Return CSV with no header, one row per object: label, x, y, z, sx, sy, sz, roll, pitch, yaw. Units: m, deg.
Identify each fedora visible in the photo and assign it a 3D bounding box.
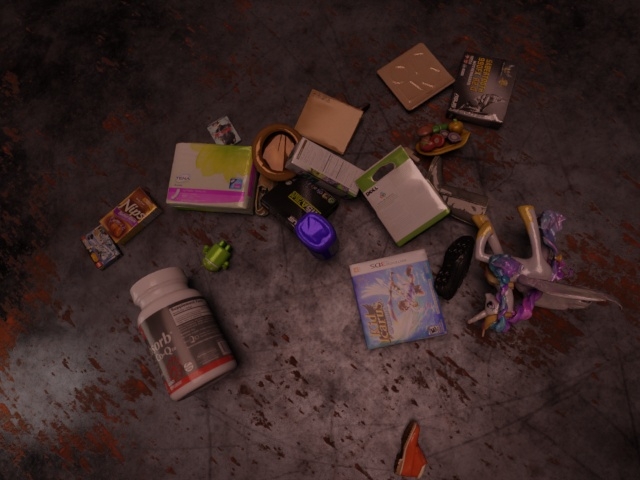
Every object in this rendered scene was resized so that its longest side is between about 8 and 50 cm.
fedora,-0.139,-0.288,1.404,0.195,0.079,0.194,1,86,-11

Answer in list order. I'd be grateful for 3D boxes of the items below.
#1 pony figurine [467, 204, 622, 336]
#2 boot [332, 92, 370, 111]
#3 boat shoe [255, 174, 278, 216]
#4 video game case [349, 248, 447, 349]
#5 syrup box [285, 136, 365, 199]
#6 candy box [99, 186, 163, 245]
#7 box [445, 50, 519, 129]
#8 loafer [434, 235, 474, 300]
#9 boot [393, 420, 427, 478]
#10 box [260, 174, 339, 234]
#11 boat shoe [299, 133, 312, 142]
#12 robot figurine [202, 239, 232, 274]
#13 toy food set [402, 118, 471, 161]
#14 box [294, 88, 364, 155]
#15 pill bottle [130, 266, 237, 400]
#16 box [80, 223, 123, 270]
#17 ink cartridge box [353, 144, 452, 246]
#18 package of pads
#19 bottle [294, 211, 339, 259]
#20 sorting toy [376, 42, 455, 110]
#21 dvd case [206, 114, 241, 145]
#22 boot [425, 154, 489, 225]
pony figurine,0.593,0.092,1.179,0.352,0.303,0.362,-1,75,16
boot,0.103,-0.484,1.473,0.107,0.037,0.114,-34,74,-2
boat shoe,-0.186,-0.178,1.423,0.068,0.072,0.189,2,78,9
video game case,0.235,0.181,1.306,0.245,0.061,0.269,-13,77,5
syrup box,0.015,-0.227,1.352,0.237,0.093,0.096,25,82,-16
candy box,-0.662,-0.086,1.472,0.187,0.053,0.109,-42,76,-4
box,0.541,-0.504,1.413,0.183,0.056,0.230,17,81,10
loafer,0.418,0.082,1.297,0.076,0.078,0.223,7,56,46
boot,0.273,0.607,1.218,0.085,0.059,0.157,15,89,7
box,-0.068,-0.124,1.383,0.191,0.045,0.184,41,62,13
boat shoe,-0.031,-0.291,1.432,0.075,0.065,0.206,-44,77,-4
robot figurine,-0.344,0.055,1.397,0.101,0.067,0.115,39,85,0
toy food set,0.374,-0.338,1.361,0.218,0.071,0.128,-20,38,1
box,0.026,-0.409,1.455,0.201,0.021,0.164,27,97,10
pill bottle,-0.426,0.278,1.288,0.210,0.210,0.362,-31,76,0
box,-0.767,0.024,1.474,0.094,0.027,0.137,-36,76,-3
ink cartridge box,0.258,-0.137,1.314,0.189,0.097,0.255,-36,80,19
package of pads,-0.363,-0.216,1.433,0.297,0.101,0.228,4,79,10
bottle,0.000,0.000,1.256,0.118,0.283,0.092,44,86,14
sorting toy,0.329,-0.568,1.465,0.193,0.038,0.208,-34,72,-1
dvd case,-0.348,-0.385,1.517,0.087,0.013,0.119,-31,76,0
boot,0.435,-0.161,1.346,0.209,0.076,0.189,18,95,17
